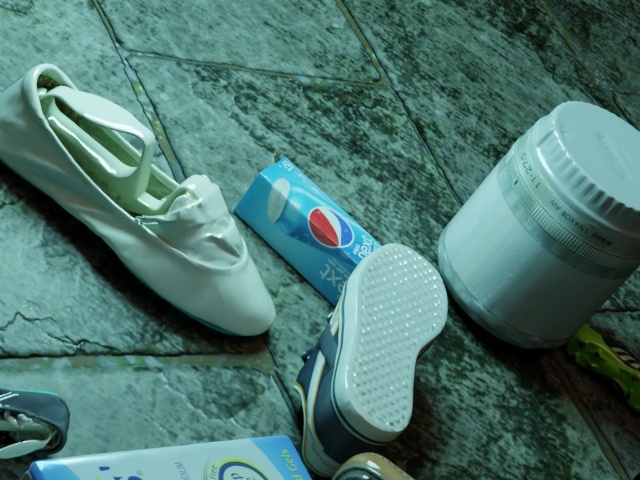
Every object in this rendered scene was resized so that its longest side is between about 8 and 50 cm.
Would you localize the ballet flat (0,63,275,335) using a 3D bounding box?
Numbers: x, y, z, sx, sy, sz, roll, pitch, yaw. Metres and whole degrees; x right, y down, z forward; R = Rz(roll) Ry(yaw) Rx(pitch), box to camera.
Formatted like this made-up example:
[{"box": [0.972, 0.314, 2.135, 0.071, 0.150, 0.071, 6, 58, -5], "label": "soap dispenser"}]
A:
[{"box": [-0.196, -0.049, 1.729, 0.400, 0.139, 0.139, 38, 34, 1], "label": "ballet flat"}]

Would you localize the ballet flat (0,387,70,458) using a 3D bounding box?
[{"box": [-0.319, 0.164, 1.428, 0.203, 0.074, 0.074, 12, 42, -35], "label": "ballet flat"}]

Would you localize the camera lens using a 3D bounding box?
[{"box": [0.297, -0.013, 1.992, 0.219, 0.274, 0.219, 24, 36, -19], "label": "camera lens"}]

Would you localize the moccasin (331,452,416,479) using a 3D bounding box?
[{"box": [0.166, 0.348, 1.578, 0.380, 0.139, 0.147, 37, 32, 0], "label": "moccasin"}]

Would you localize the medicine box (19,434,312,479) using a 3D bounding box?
[{"box": [-0.113, 0.324, 1.352, 0.289, 0.149, 0.263, 0, 49, -42], "label": "medicine box"}]

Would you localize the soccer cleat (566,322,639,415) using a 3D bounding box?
[{"box": [0.405, 0.172, 2.064, 0.179, 0.060, 0.072, 38, 33, 6], "label": "soccer cleat"}]

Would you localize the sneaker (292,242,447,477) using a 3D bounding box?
[{"box": [0.047, 0.129, 1.734, 0.126, 0.127, 0.321, 36, 35, -8], "label": "sneaker"}]

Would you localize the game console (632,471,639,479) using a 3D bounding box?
[{"box": [0.365, 0.350, 1.838, 0.361, 0.044, 0.213, 18, 37, -26], "label": "game console"}]

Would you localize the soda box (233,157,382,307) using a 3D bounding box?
[{"box": [0.000, 0.000, 1.894, 0.210, 0.071, 0.067, 43, 35, 8], "label": "soda box"}]
